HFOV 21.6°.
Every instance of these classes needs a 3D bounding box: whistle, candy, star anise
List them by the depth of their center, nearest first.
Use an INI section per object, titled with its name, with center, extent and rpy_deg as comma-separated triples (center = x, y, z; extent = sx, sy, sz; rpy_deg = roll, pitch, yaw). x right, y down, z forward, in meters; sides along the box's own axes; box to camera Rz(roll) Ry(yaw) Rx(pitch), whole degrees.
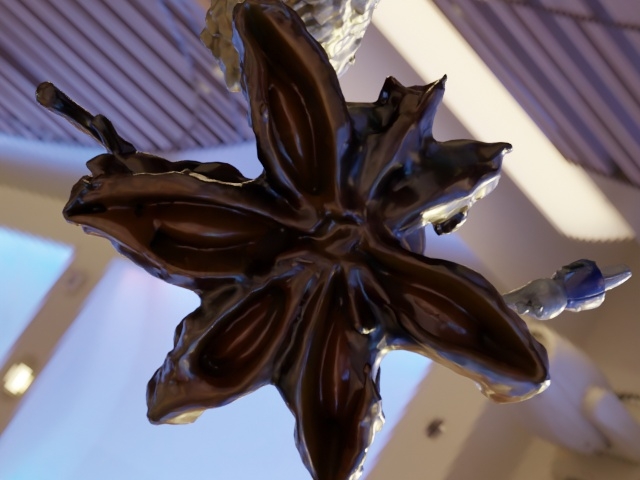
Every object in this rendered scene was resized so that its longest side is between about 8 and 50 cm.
[star anise]
center = 0.000, 0.000, 0.755
extent = 0.190, 0.220, 0.126
rpy_deg = -19, -175, 7
[candy]
center = -0.010, -0.126, 0.839
extent = 0.085, 0.095, 0.110
rpy_deg = 43, -52, 19
[whistle]
center = 0.139, 0.027, 0.940
extent = 0.083, 0.029, 0.033
rpy_deg = -15, -154, -31
